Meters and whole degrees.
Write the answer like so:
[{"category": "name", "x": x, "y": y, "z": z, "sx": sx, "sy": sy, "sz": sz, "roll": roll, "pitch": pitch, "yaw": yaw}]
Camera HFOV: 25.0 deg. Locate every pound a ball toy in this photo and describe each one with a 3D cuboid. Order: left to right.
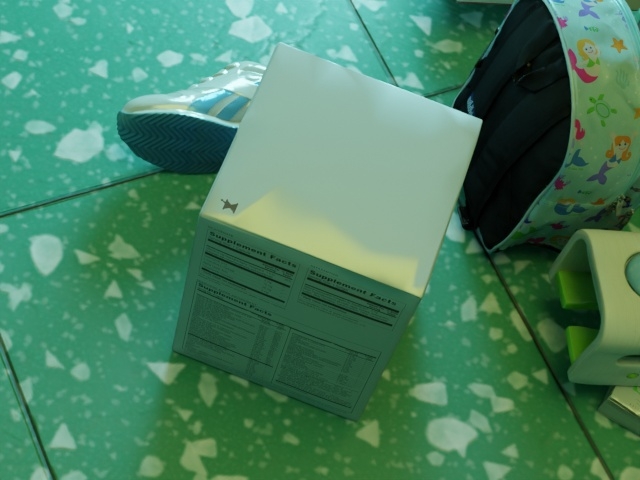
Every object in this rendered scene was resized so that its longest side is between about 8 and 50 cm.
[{"category": "pound a ball toy", "x": 0.402, "y": 0.096, "z": 1.395, "sx": 0.319, "sy": 0.136, "sz": 0.208, "roll": 4, "pitch": 57, "yaw": -14}]

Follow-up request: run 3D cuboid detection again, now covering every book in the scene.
[{"category": "book", "x": 0.353, "y": 0.137, "z": 1.455, "sx": 0.096, "sy": 0.035, "sz": 0.144, "roll": 32, "pitch": 56, "yaw": 5}]

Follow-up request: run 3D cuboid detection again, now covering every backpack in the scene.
[{"category": "backpack", "x": 0.246, "y": -0.124, "z": 1.452, "sx": 0.191, "sy": 0.253, "sz": 0.225, "roll": -3, "pitch": 60, "yaw": -13}]

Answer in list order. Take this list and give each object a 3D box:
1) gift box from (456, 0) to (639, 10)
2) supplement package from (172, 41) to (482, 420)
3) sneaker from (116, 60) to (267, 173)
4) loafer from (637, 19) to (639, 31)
[{"category": "gift box", "x": 0.249, "y": -0.388, "z": 1.602, "sx": 0.255, "sy": 0.258, "sz": 0.276, "roll": 4, "pitch": 52, "yaw": -10}, {"category": "supplement package", "x": 0.000, "y": 0.000, "z": 1.322, "sx": 0.198, "sy": 0.263, "sz": 0.199, "roll": 21, "pitch": 59, "yaw": 1}, {"category": "sneaker", "x": -0.100, "y": -0.131, "z": 1.489, "sx": 0.228, "sy": 0.087, "sz": 0.092, "roll": -3, "pitch": 54, "yaw": -22}, {"category": "loafer", "x": 0.405, "y": -0.139, "z": 1.576, "sx": 0.112, "sy": 0.111, "sz": 0.320, "roll": 1, "pitch": 60, "yaw": -11}]
